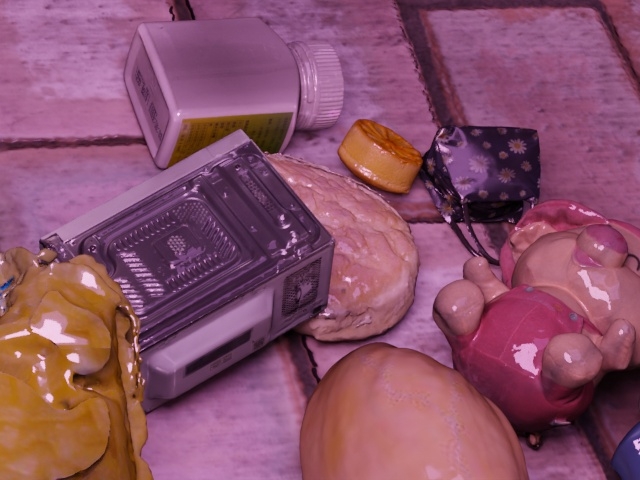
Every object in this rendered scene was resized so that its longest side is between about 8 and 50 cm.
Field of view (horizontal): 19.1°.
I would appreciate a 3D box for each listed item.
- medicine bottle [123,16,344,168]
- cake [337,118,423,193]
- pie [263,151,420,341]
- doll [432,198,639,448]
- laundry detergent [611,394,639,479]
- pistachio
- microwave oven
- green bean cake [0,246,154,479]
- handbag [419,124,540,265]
[{"bbox_3d":[-0.079,-0.145,1.827,0.188,0.088,0.132,-5,53,-25],"label":"medicine bottle"},{"bbox_3d":[0.057,-0.080,1.839,0.084,0.044,0.084,26,20,-10],"label":"cake"},{"bbox_3d":[0.001,-0.002,1.759,0.185,0.052,0.218,-27,61,-34],"label":"pie"},{"bbox_3d":[0.227,0.062,1.723,0.256,0.152,0.196,-31,80,-43],"label":"doll"},{"bbox_3d":[0.331,0.233,1.660,0.143,0.094,0.290,3,46,-12],"label":"laundry detergent"},{"bbox_3d":[0.079,0.203,1.538,0.181,0.162,0.293,-18,55,-1],"label":"pistachio"},{"bbox_3d":[-0.111,0.028,1.609,0.208,0.122,0.162,-30,64,-21],"label":"microwave oven"},{"bbox_3d":[-0.263,0.141,1.366,0.310,0.202,0.285,4,64,-31],"label":"green bean cake"},{"bbox_3d":[0.161,-0.036,1.849,0.115,0.072,0.139,2,63,-22],"label":"handbag"}]
